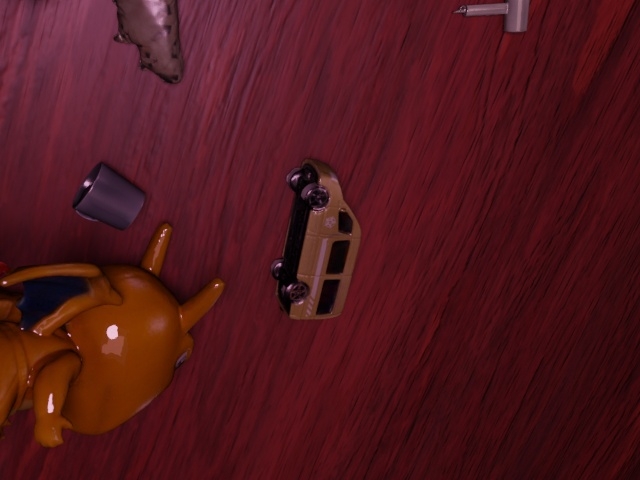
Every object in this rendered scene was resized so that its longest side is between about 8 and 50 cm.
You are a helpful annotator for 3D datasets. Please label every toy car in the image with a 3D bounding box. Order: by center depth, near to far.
[{"bbox_3d":[0.000,0.000,1.050,0.124,0.101,0.257,4,111,-23],"label":"toy car"}]

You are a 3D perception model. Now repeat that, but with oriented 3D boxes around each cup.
[{"bbox_3d":[-0.316,-0.056,0.954,0.077,0.078,0.100,34,133,-30],"label":"cup"}]

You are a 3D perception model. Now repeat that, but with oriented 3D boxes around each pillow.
[{"bbox_3d":[-0.241,-0.331,0.870,0.093,0.051,0.241,-4,116,-5],"label":"pillow"}]

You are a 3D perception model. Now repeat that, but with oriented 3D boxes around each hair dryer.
[{"bbox_3d":[0.270,-0.360,1.025,0.124,0.038,0.063,-6,113,-8],"label":"hair dryer"}]

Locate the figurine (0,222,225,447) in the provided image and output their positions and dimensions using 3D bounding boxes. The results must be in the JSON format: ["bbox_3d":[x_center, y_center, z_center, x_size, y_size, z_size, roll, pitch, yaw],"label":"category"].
[{"bbox_3d":[-0.342,0.134,0.867,0.387,0.401,0.268,-11,78,-48],"label":"figurine"}]
